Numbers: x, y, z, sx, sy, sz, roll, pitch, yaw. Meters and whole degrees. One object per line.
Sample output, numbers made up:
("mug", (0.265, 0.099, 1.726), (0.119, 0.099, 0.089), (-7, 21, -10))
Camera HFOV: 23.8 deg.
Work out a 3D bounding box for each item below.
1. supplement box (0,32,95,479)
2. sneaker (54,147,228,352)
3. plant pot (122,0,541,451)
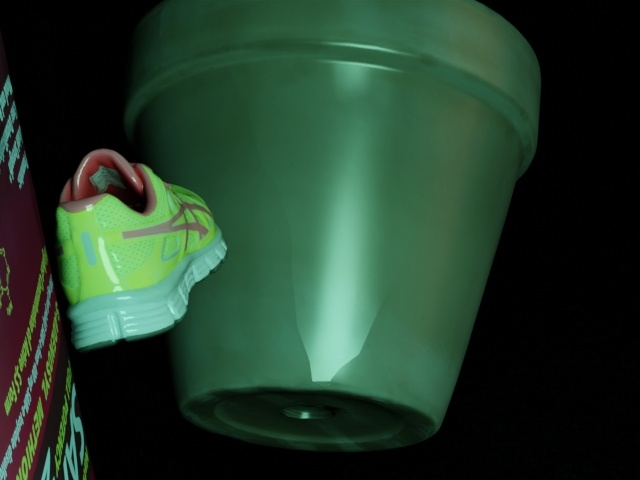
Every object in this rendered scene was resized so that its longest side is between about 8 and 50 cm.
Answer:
("supplement box", (-0.109, 0.031, 0.384), (0.130, 0.073, 0.240), (-98, -179, -67))
("sneaker", (-0.107, -0.013, 0.869), (0.208, 0.081, 0.094), (-92, 165, -75))
("plant pot", (0.000, 0.000, 1.125), (0.323, 0.323, 0.280), (69, 24, -68))
